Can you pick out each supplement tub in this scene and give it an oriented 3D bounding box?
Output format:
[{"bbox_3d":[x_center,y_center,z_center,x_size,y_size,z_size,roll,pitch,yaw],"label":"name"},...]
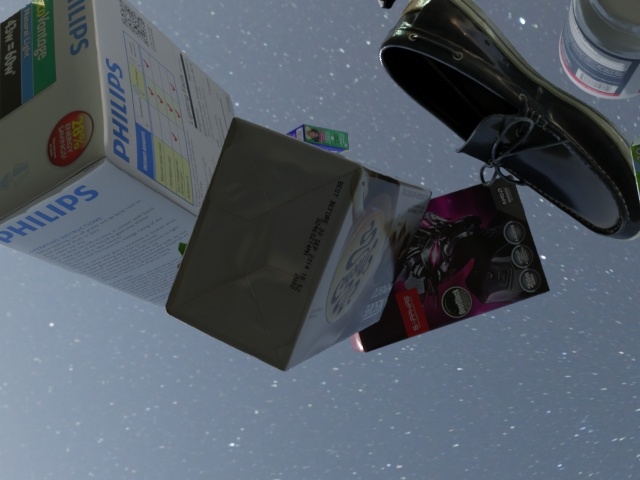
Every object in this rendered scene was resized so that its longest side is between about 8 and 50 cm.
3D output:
[{"bbox_3d":[0.481,-0.347,1.041,0.191,0.272,0.191,-2,-98,12],"label":"supplement tub"}]

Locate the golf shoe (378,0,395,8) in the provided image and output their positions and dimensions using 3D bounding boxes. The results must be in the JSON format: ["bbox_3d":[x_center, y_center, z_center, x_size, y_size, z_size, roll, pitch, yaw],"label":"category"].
[{"bbox_3d":[0.170,-0.447,1.118,0.198,0.077,0.093,-11,-100,48],"label":"golf shoe"}]

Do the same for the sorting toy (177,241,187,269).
[{"bbox_3d":[-0.147,0.038,0.833,0.012,0.062,0.083,-29,-102,48],"label":"sorting toy"}]

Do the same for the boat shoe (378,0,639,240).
[{"bbox_3d":[0.286,-0.170,1.023,0.500,0.187,0.156,46,-112,4],"label":"boat shoe"}]

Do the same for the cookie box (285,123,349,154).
[{"bbox_3d":[-0.014,-0.187,1.317,0.092,0.107,0.040,-18,-107,52],"label":"cookie box"}]

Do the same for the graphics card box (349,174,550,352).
[{"bbox_3d":[0.207,0.041,1.242,0.371,0.094,0.232,-16,-93,-10],"label":"graphics card box"}]

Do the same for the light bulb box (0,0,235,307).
[{"bbox_3d":[-0.293,-0.134,1.018,0.225,0.361,0.357,-25,-121,18],"label":"light bulb box"}]

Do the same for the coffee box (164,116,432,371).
[{"bbox_3d":[0.000,0.000,0.644,0.119,0.297,0.168,24,-83,17],"label":"coffee box"}]

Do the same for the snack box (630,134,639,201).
[{"bbox_3d":[0.359,-0.054,0.595,0.141,0.037,0.100,-7,-71,34],"label":"snack box"}]
